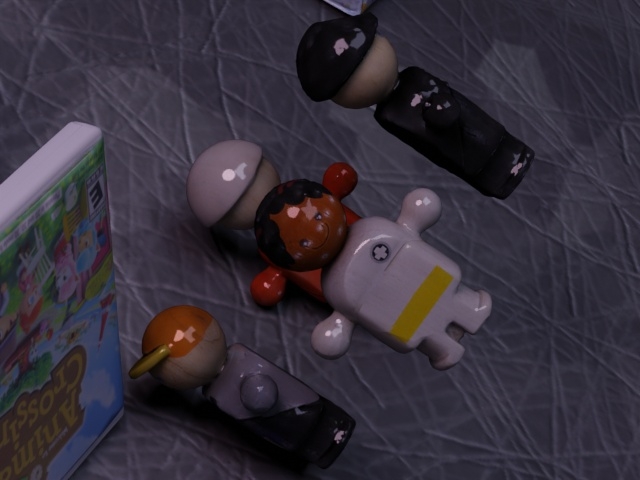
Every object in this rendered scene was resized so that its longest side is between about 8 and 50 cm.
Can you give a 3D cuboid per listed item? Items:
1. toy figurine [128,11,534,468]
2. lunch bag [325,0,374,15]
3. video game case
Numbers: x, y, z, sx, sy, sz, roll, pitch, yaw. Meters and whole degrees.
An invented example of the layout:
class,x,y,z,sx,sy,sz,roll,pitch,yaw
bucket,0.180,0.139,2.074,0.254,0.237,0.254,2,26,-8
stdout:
class,x,y,z,sx,sy,sz,roll,pitch,yaw
toy figurine,0.000,0.000,1.134,0.148,0.213,0.209,34,46,-15
lunch bag,0.013,-0.213,1.459,0.083,0.053,0.071,30,40,12
video game case,-0.164,0.073,0.993,0.023,0.193,0.212,15,38,20
